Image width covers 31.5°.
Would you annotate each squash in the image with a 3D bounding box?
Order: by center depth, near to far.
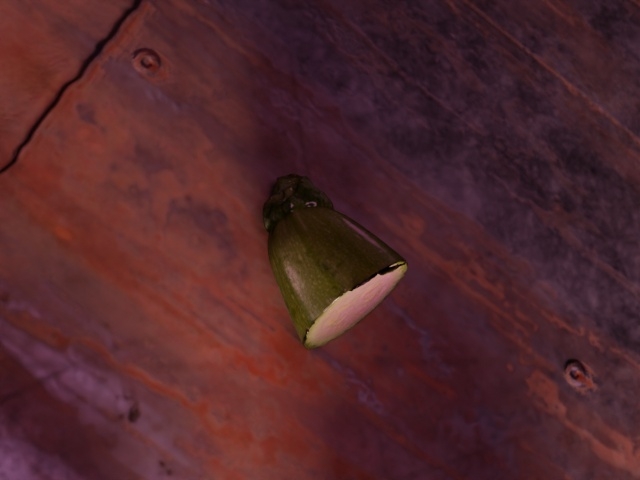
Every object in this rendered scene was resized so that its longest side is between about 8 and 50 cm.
[{"bbox_3d":[-0.009,0.002,0.886,0.105,0.105,0.132,-29,72,-28],"label":"squash"}]
